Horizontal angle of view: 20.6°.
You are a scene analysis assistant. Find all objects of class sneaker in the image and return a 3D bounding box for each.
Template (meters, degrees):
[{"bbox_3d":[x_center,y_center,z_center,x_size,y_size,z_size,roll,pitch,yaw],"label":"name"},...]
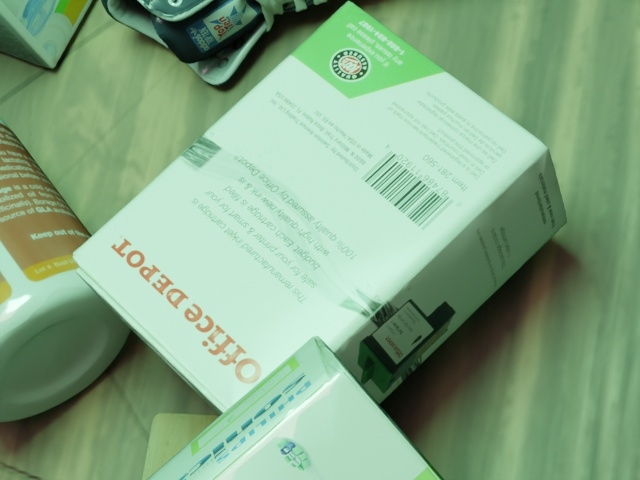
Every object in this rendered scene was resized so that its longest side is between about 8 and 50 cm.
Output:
[{"bbox_3d":[-0.007,-0.173,1.075,0.282,0.099,0.153,8,67,27],"label":"sneaker"}]

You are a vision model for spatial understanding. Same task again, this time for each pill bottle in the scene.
[{"bbox_3d":[-0.215,-0.005,1.064,0.121,0.121,0.216,-39,63,0],"label":"pill bottle"}]

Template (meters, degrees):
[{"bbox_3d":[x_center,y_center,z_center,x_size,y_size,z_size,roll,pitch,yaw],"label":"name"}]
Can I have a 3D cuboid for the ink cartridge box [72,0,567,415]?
[{"bbox_3d":[0.000,0.000,0.966,0.219,0.092,0.160,-43,58,-9],"label":"ink cartridge box"}]

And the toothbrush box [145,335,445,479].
[{"bbox_3d":[0.018,0.221,0.830,0.206,0.122,0.283,-41,99,-1],"label":"toothbrush box"}]

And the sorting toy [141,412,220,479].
[{"bbox_3d":[-0.034,0.159,0.981,0.132,0.046,0.274,0,67,18],"label":"sorting toy"}]

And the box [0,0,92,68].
[{"bbox_3d":[-0.188,-0.235,1.149,0.103,0.114,0.203,21,77,25],"label":"box"}]
